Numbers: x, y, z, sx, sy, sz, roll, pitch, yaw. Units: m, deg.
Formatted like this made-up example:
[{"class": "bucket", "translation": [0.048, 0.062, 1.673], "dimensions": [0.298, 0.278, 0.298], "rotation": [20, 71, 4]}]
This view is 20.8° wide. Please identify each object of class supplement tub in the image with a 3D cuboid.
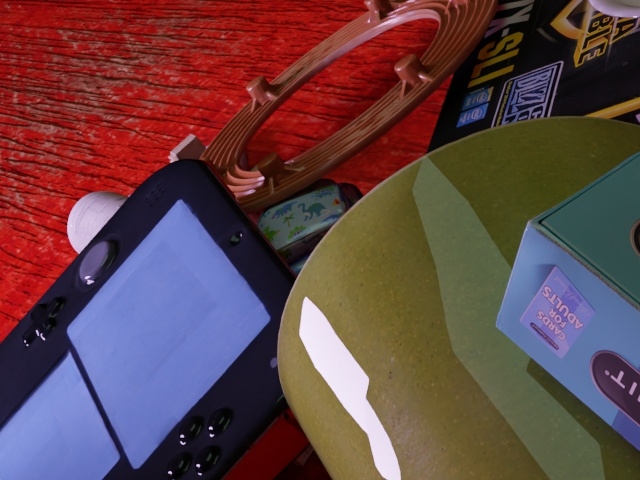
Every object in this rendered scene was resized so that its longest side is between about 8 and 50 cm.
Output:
[{"class": "supplement tub", "translation": [-0.181, -0.006, 1.600], "dimensions": [0.071, 0.071, 0.107], "rotation": [-45, 27, -16]}]

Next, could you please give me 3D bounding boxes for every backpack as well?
[{"class": "backpack", "translation": [0.000, 0.000, 1.420], "dimensions": [0.105, 0.084, 0.114], "rotation": [-28, 25, 11]}]

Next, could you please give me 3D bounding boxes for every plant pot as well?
[{"class": "plant pot", "translation": [0.148, 0.131, 0.893], "dimensions": [0.275, 0.275, 0.293], "rotation": [-32, 43, 8]}]

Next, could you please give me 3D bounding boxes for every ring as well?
[{"class": "ring", "translation": [0.009, -0.137, 1.534], "dimensions": [0.336, 0.032, 0.336], "rotation": [-32, 20, 13]}]

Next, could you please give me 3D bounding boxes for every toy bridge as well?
[{"class": "toy bridge", "translation": [-0.105, -0.058, 1.647], "dimensions": [0.063, 0.026, 0.188], "rotation": [-43, 27, -12]}]

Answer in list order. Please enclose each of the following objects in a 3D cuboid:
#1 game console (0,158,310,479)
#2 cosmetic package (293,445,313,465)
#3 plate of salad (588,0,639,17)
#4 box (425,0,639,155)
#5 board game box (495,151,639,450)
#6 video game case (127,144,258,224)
[{"class": "game console", "translation": [-0.154, 0.121, 1.310], "dimensions": [0.342, 0.060, 0.386], "rotation": [-44, 31, 2]}, {"class": "cosmetic package", "translation": [-0.079, 0.112, 1.356], "dimensions": [0.239, 0.060, 0.099], "rotation": [0, 44, 49]}, {"class": "plate of salad", "translation": [0.290, -0.242, 1.344], "dimensions": [0.200, 0.048, 0.200], "rotation": [-27, 29, 17]}, {"class": "box", "translation": [0.235, -0.159, 1.411], "dimensions": [0.257, 0.079, 0.322], "rotation": [-20, 31, 33]}, {"class": "board game box", "translation": [0.289, 0.018, 0.815], "dimensions": [0.336, 0.079, 0.254], "rotation": [-32, 61, -32]}, {"class": "video game case", "translation": [-0.146, -0.013, 1.678], "dimensions": [0.183, 0.023, 0.201], "rotation": [-32, 26, 9]}]
